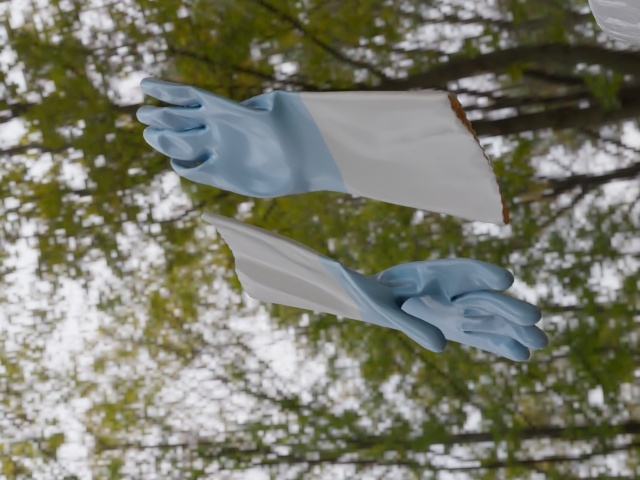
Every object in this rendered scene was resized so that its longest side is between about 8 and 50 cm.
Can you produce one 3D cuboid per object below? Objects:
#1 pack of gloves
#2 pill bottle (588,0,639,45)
[{"bbox_3d":[0.000,0.000,0.665,0.046,0.232,0.195,-56,-45,-27],"label":"pack of gloves"},{"bbox_3d":[0.236,-0.123,0.529,0.131,0.229,0.131,-19,-64,-45],"label":"pill bottle"}]
